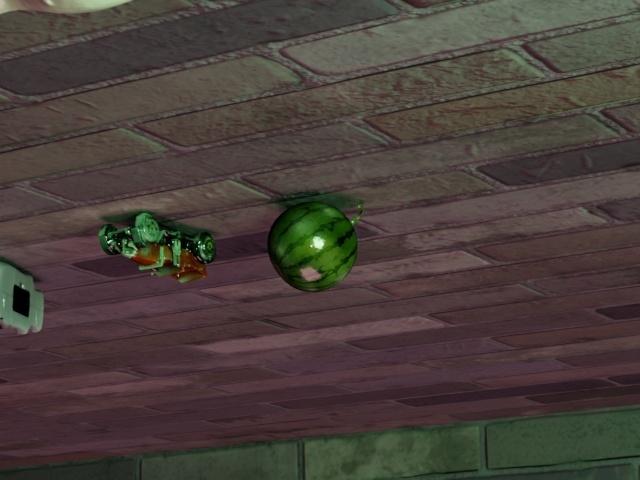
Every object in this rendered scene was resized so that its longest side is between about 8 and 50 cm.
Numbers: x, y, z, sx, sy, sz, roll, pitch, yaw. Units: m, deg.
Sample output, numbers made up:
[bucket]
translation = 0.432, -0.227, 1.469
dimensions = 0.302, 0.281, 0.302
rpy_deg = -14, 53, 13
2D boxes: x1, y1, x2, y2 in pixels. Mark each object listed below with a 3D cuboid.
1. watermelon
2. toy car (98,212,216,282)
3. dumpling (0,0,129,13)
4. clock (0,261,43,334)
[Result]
[watermelon]
translation = -0.005, 0.005, 2.015
dimensions = 0.109, 0.109, 0.109
rpy_deg = -1, 165, 0
[toy car]
translation = -0.183, 0.010, 2.107
dimensions = 0.073, 0.054, 0.143
rpy_deg = -11, 163, 32
[dumpling]
translation = -0.153, -0.211, 1.180
dimensions = 0.188, 0.108, 0.127
rpy_deg = -15, 128, -3
[clock]
translation = -0.425, 0.074, 2.297
dimensions = 0.117, 0.080, 0.176
rpy_deg = -3, 167, 12
